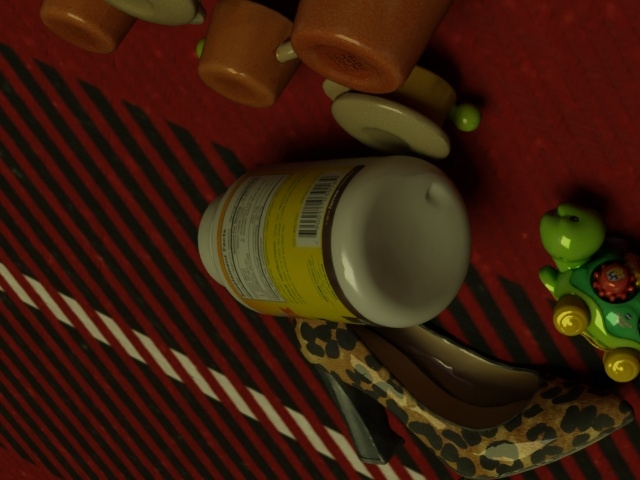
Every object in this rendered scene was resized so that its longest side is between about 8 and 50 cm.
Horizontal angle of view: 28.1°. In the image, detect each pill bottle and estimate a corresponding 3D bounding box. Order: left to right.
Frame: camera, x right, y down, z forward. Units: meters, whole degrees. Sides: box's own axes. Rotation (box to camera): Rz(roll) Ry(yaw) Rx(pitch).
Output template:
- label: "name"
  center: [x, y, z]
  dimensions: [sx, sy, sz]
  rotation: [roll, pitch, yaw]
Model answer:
- label: "pill bottle"
  center: [0.000, 0.000, 0.929]
  dimensions: [0.215, 0.117, 0.117]
  rotation: [2, 131, 54]

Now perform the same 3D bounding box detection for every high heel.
- label: "high heel"
  center: [0.100, 0.089, 0.997]
  dimensions: [0.261, 0.093, 0.186]
  rotation: [-9, 114, 35]

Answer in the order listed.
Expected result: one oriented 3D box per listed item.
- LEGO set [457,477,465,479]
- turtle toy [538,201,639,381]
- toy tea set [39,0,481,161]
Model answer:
- label: "LEGO set"
  center: [0.160, 0.232, 1.138]
  dimensions: [0.083, 0.023, 0.054]
  rotation: [33, 138, 22]
- label: "turtle toy"
  center: [0.196, 0.030, 0.881]
  dimensions: [0.130, 0.095, 0.066]
  rotation: [42, 116, -9]
- label: "toy tea set"
  center: [-0.043, -0.175, 0.849]
  dimensions: [0.336, 0.124, 0.200]
  rotation: [20, 166, 12]
